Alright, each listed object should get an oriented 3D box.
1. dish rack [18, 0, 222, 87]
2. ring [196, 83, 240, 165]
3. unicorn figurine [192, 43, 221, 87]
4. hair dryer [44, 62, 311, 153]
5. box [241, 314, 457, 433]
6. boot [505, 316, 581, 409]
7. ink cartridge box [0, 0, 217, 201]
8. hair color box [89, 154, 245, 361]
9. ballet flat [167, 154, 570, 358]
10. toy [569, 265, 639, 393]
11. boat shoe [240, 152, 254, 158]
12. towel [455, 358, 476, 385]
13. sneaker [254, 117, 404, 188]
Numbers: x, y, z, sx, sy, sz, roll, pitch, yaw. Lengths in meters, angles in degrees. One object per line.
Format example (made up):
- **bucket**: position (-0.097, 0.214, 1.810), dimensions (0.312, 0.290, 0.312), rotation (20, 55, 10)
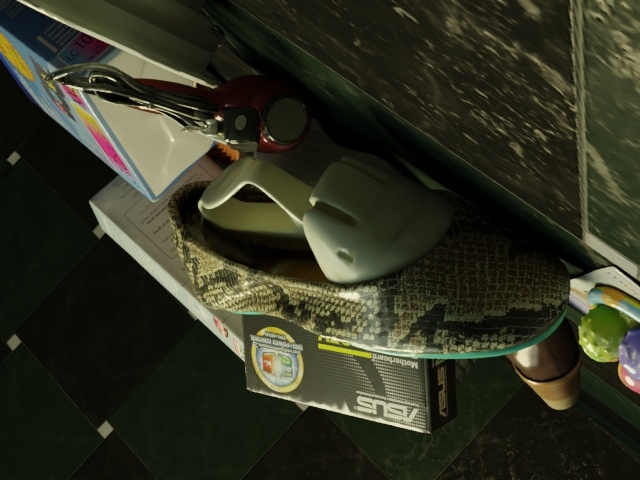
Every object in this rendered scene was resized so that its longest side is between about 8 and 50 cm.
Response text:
- **dish rack**: position (-0.246, -0.261, 0.935), dimensions (0.333, 0.072, 0.286), rotation (37, -168, 33)
- **ring**: position (-0.249, -0.240, 1.682), dimensions (0.336, 0.032, 0.336), rotation (42, 166, 13)
- **unicorn figurine**: position (-0.149, -0.221, 1.140), dimensions (0.162, 0.060, 0.111), rotation (54, -179, -27)
- **hair dryer**: position (-0.118, -0.148, 1.080), dimensions (0.224, 0.080, 0.293), rotation (21, -174, 12)
- **box**: position (0.025, 0.086, 1.233), dimensions (0.270, 0.216, 0.060), rotation (8, -163, 38)
- **boot**: position (0.185, 0.040, 1.115), dimensions (0.206, 0.090, 0.248), rotation (62, 177, -41)
- **ink cartridge box**: position (-0.348, -0.266, 1.536), dimensions (0.395, 0.151, 0.270), rotation (39, 164, 33)
- **hair color box**: position (-0.161, 0.016, 1.692), dimensions (0.374, 0.185, 0.113), rotation (41, 162, 17)
- **ballet flat**: position (0.000, 0.000, 1.018), dimensions (0.483, 0.164, 0.182), rotation (5, 136, 50)
- **toy**: position (0.256, 0.088, 0.892), dimensions (0.137, 0.056, 0.237), rotation (37, 179, 5)
- **boat shoe**: position (-0.118, -0.175, 1.745), dimensions (0.184, 0.066, 0.063), rotation (46, -155, -30)
- **towel**: position (0.094, 0.110, 1.534), dimensions (0.284, 0.235, 0.121), rotation (31, 163, 13)
- **sneaker**: position (0.015, -0.063, 1.198), dimensions (0.091, 0.094, 0.258), rotation (44, 174, -39)
